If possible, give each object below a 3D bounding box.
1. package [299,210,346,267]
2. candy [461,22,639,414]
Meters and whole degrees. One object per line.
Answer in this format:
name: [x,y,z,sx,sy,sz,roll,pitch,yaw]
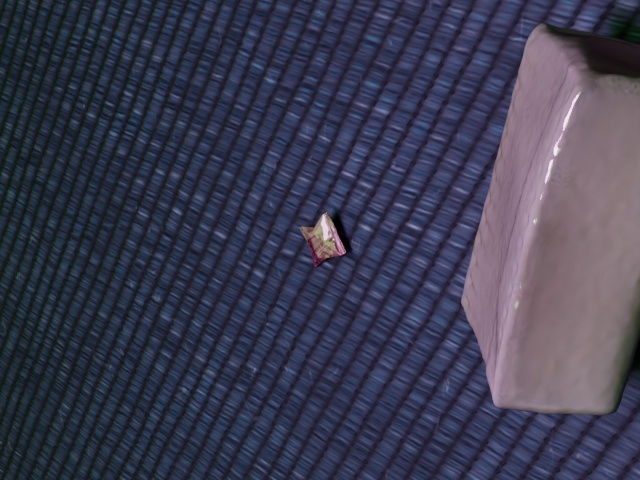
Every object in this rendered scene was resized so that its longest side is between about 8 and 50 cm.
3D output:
package: [0.000,0.000,1.993,0.083,0.029,0.059,-30,82,60]
candy: [0.250,-0.022,1.536,0.208,0.145,0.358,-99,19,-64]
